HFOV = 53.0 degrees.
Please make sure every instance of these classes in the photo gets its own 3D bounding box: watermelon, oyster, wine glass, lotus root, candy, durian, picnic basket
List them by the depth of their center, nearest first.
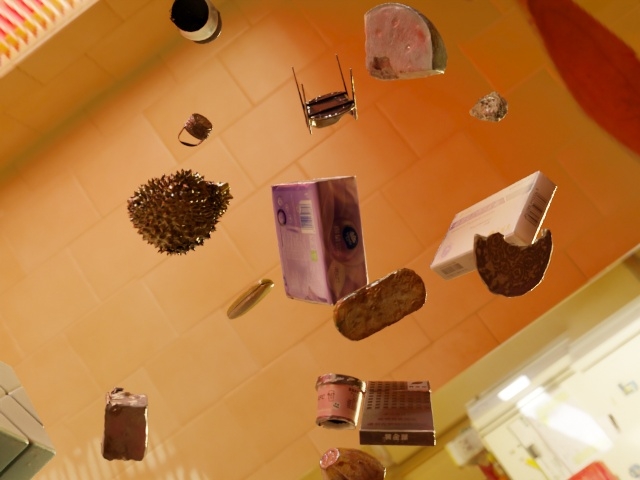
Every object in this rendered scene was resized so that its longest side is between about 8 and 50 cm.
[{"bbox_3d":[-0.275,-0.497,1.429,0.103,0.103,0.222,53,-176,-13],"label":"wine glass"},{"bbox_3d":[-0.310,-0.264,1.582,0.072,0.083,0.072,33,-152,-20],"label":"picnic basket"},{"bbox_3d":[0.451,-0.354,1.719,0.098,0.037,0.100,37,150,20],"label":"oyster"},{"bbox_3d":[-0.400,-0.089,1.833,0.258,0.258,0.293,53,-133,-8],"label":"durian"},{"bbox_3d":[0.246,-0.537,1.834,0.148,0.226,0.318,4,-142,-46],"label":"watermelon"},{"bbox_3d":[-0.597,0.561,1.961,0.185,0.137,0.195,-179,93,-72],"label":"candy"},{"bbox_3d":[0.092,0.785,2.165,0.180,0.188,0.199,43,152,-17],"label":"lotus root"}]

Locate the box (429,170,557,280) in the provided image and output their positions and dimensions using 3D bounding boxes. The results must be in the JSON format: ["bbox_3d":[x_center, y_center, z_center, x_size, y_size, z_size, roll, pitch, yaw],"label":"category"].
[{"bbox_3d":[0.424,-0.027,1.612,0.065,0.200,0.343,36,153,-10],"label":"box"}]

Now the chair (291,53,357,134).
[{"bbox_3d":[0.020,-0.429,1.998,0.172,0.159,0.246,-116,9,-52],"label":"chair"}]

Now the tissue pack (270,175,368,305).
[{"bbox_3d":[0.000,0.000,1.755,0.242,0.160,0.338,5,105,55],"label":"tissue pack"}]

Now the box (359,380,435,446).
[{"bbox_3d":[0.197,0.437,1.654,0.325,0.180,0.047,-52,-40,-79],"label":"box"}]

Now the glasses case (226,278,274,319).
[{"bbox_3d":[-0.258,0.213,2.328,0.079,0.234,0.064,-8,-119,-53],"label":"glasses case"}]

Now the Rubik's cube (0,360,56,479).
[{"bbox_3d":[-0.790,0.390,1.271,0.319,0.316,0.322,37,167,39],"label":"Rubik's cube"}]

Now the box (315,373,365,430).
[{"bbox_3d":[0.053,0.483,1.895,0.151,0.151,0.135,51,-139,-49],"label":"box"}]

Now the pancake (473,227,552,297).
[{"bbox_3d":[0.384,0.025,1.289,0.190,0.184,0.020,36,170,-21],"label":"pancake"}]

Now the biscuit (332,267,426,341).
[{"bbox_3d":[0.147,0.159,1.600,0.118,0.247,0.029,63,179,11],"label":"biscuit"}]
